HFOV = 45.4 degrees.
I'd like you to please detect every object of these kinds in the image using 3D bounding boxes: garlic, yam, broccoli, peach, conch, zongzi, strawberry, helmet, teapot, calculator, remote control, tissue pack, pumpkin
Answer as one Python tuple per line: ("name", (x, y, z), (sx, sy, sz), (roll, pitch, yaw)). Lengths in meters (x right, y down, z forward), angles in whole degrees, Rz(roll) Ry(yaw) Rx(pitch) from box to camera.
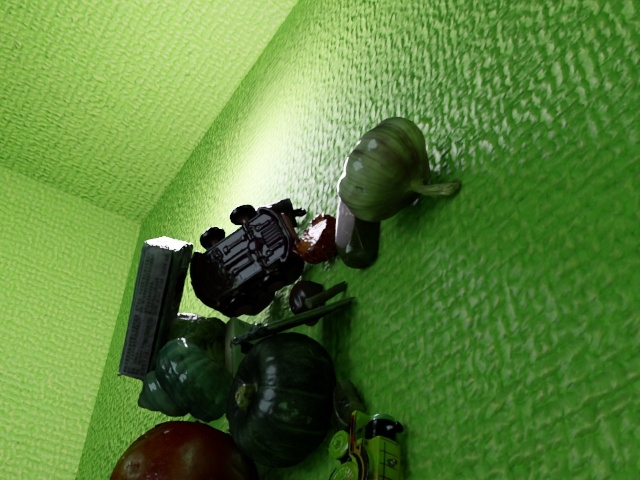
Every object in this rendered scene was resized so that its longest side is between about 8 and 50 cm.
("garlic", (0.180, -0.137, 1.632), (0.253, 0.245, 0.245), (22, 87, 27))
("yam", (0.019, 0.127, 1.808), (0.033, 0.129, 0.027), (-36, 81, 52))
("broccoli", (-0.297, 0.354, 2.069), (0.254, 0.186, 0.302), (48, -158, -76))
("peach", (-0.310, 0.584, 1.734), (0.416, 0.339, 0.353), (-158, 79, -68))
("conch", (-0.330, 0.345, 1.852), (0.277, 0.195, 0.220), (-21, 75, 16))
("zongzi", (0.044, 0.357, 1.578), (0.109, 0.055, 0.119), (-114, 42, -64))
("strawberry", (0.000, 0.000, 1.976), (0.145, 0.086, 0.145), (-39, 36, 36))
("helmet", (-0.041, 0.151, 1.939), (0.098, 0.070, 0.123), (-51, 26, 30))
("teapot", (-0.124, -0.062, 2.240), (0.096, 0.177, 0.087), (-142, 36, -69))
("calculator", (-0.062, 0.182, 1.750), (0.165, 0.274, 0.028), (-32, 76, 51))
("remote control", (-0.176, 0.342, 1.951), (0.050, 0.145, 0.344), (-49, 27, 25))
("tissue pack", (-0.443, 0.175, 2.059), (0.259, 0.122, 0.362), (-124, 47, -86))
("pumpkin", (-0.094, 0.347, 1.683), (0.300, 0.207, 0.300), (-46, 36, 50))

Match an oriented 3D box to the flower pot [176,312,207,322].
("flower pot", (-0.436, 0.393, 2.344), (0.259, 0.290, 0.290), (129, 156, -54))

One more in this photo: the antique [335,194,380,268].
("antique", (0.090, -0.037, 1.827), (0.081, 0.080, 0.221), (-40, 33, 43))

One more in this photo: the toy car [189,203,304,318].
("toy car", (-0.184, 0.076, 2.149), (0.340, 0.240, 0.271), (-33, 61, 13))

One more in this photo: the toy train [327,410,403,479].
("toy train", (0.085, 0.437, 1.346), (0.160, 0.100, 0.296), (-36, 35, 37))
